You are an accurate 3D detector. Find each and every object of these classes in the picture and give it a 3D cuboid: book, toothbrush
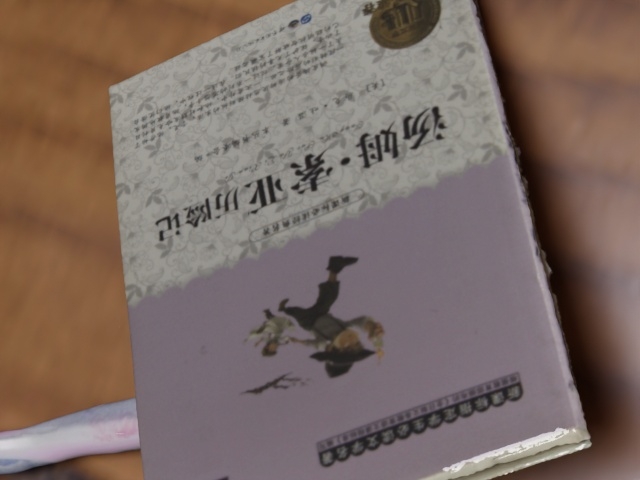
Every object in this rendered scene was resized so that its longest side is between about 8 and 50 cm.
[{"bbox_3d":[0.000,0.000,0.546,0.127,0.014,0.182,-21,53,15],"label":"book"},{"bbox_3d":[-0.091,0.061,0.598,0.269,0.021,0.027,-15,88,18],"label":"toothbrush"}]
